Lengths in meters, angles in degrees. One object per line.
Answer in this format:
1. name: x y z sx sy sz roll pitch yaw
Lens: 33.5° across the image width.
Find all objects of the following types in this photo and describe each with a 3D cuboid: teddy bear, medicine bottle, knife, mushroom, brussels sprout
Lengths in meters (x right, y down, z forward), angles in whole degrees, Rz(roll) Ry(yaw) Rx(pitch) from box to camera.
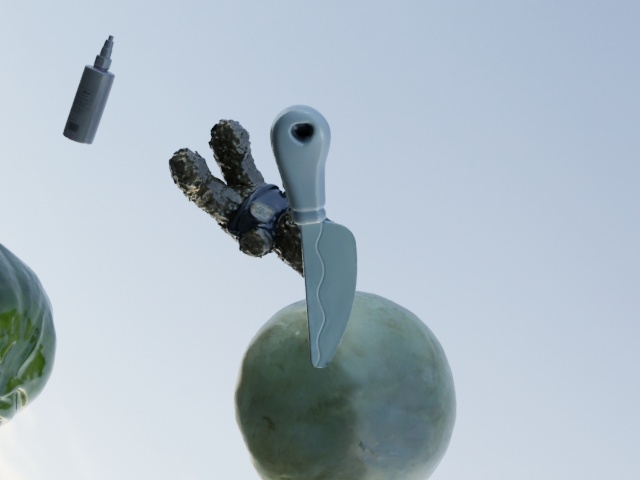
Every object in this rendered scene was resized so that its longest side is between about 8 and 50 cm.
1. teddy bear: -0.077 -0.043 1.392 0.251 0.182 0.129 40 -35 0
2. medicine bottle: -0.404 -0.272 1.900 0.058 0.058 0.199 31 -75 45
3. knife: 0.002 -0.001 1.269 0.044 0.080 0.331 -121 -160 -68
4. mushroom: 0.038 0.241 1.593 0.260 0.352 0.352 11 -64 66
5. brussels sprout: -0.533 0.153 1.436 0.282 0.354 0.289 -7 -39 27
